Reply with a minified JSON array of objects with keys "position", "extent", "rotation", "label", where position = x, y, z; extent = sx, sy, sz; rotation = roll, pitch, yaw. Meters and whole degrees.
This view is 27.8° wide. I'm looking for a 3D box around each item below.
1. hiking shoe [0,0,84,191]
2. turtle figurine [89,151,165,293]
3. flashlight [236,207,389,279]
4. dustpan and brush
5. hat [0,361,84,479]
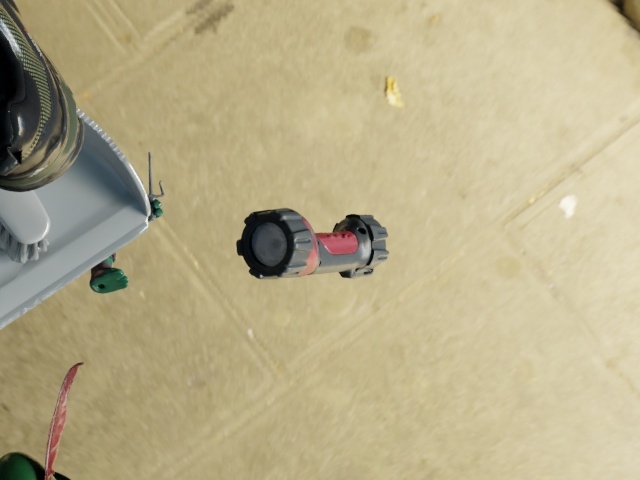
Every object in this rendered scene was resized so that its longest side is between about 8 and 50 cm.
[{"position":[-0.193,-0.129,0.624],"extent":[0.086,0.114,0.227],"rotation":[-36,92,-4],"label":"hiking shoe"},{"position":[-0.302,-0.047,1.747],"extent":[0.175,0.118,0.234],"rotation":[22,44,-24],"label":"turtle figurine"},{"position":[0.000,0.000,1.878],"extent":[0.103,0.304,0.103],"rotation":[-44,72,25],"label":"flashlight"},{"position":[-0.204,-0.061,0.741],"extent":[0.147,0.060,0.211],"rotation":[-36,97,-19],"label":"dustpan and brush"},{"position":[-0.380,0.291,1.611],"extent":[0.173,0.183,0.208],"rotation":[-1,42,-6],"label":"hat"}]
